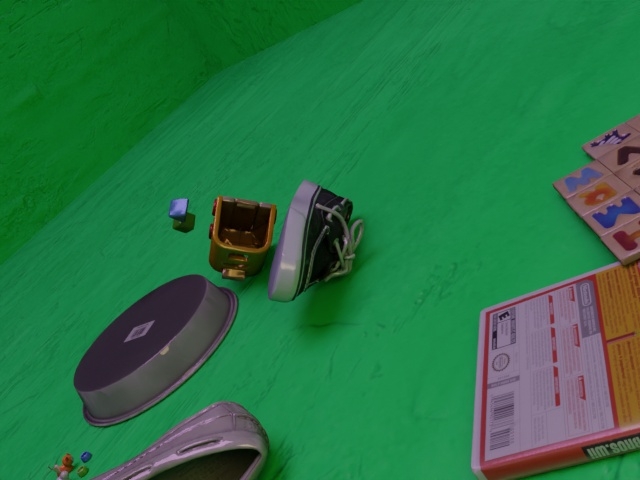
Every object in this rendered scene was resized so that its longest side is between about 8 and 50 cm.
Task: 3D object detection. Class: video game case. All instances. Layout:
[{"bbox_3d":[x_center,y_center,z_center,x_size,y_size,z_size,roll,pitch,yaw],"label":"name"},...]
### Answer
[{"bbox_3d":[0.257,0.080,0.610,0.285,0.025,0.204,-24,24,27],"label":"video game case"}]

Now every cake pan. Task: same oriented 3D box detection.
[{"bbox_3d":[-0.261,0.156,1.173,0.293,0.054,0.293,-30,23,14],"label":"cake pan"}]

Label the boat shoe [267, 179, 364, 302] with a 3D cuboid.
[{"bbox_3d":[-0.001,0.004,1.032,0.306,0.105,0.113,-75,1,-73],"label":"boat shoe"}]

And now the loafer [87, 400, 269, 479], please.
[{"bbox_3d":[-0.188,0.277,0.742,0.319,0.112,0.111,-39,14,-10],"label":"loafer"}]

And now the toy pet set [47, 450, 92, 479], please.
[{"bbox_3d":[-0.368,0.318,0.981,0.114,0.065,0.122,-34,21,5],"label":"toy pet set"}]

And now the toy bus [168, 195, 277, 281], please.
[{"bbox_3d":[-0.130,0.010,1.201,0.191,0.202,0.104,-11,63,34],"label":"toy bus"}]

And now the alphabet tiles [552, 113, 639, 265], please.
[{"bbox_3d":[0.387,-0.091,0.748,0.285,0.011,0.342,-29,18,11],"label":"alphabet tiles"}]
